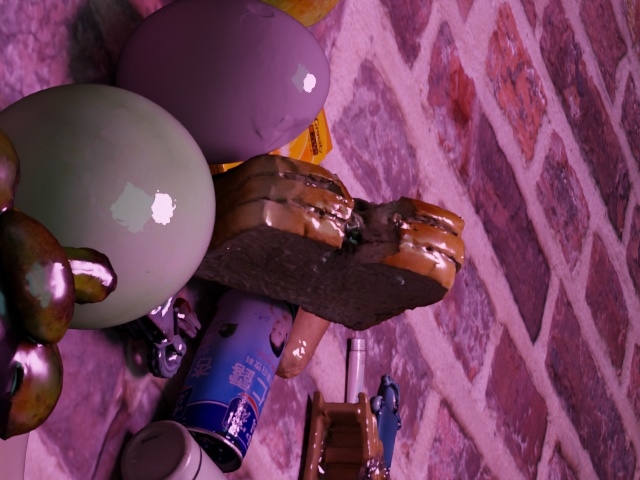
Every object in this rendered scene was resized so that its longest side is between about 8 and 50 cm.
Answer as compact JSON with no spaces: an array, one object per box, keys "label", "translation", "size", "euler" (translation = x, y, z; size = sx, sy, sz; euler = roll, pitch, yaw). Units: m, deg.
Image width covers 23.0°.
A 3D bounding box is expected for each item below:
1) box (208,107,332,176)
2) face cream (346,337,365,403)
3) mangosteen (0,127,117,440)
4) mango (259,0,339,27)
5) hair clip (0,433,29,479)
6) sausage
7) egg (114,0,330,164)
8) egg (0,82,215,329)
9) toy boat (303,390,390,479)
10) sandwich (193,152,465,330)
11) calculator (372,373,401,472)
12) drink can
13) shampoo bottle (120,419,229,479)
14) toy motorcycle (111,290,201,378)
[{"label":"box","translation":[-0.066,-0.124,1.893],"size":[0.269,0.043,0.152],"euler":[-47,131,-52]},{"label":"face cream","translation":[0.048,0.190,2.140],"size":[0.038,0.020,0.115],"euler":[11,82,-64]},{"label":"mangosteen","translation":[-0.326,0.060,1.106],"size":[0.311,0.311,0.311],"euler":[1,89,-63]},{"label":"mango","translation":[-0.090,-0.387,1.684],"size":[0.225,0.201,0.382],"euler":[-55,131,-16]},{"label":"hair clip","translation":[-0.302,0.178,1.336],"size":[0.172,0.113,0.282],"euler":[30,62,-68]},{"label":"sausage","translation":[0.004,0.070,2.013],"size":[0.301,0.065,0.066],"euler":[-56,138,-51]},{"label":"egg","translation":[-0.098,-0.165,1.622],"size":[0.176,0.232,0.176],"euler":[4,90,-65]},{"label":"egg","translation":[-0.206,-0.031,1.416],"size":[0.269,0.220,0.220],"euler":[-8,97,-64]},{"label":"toy boat","translation":[0.003,0.404,1.950],"size":[0.162,0.136,0.445],"euler":[52,40,-56]},{"label":"sandwich","translation":[0.000,0.002,1.680],"size":[0.273,0.249,0.095],"euler":[19,68,-26]},{"label":"calculator","translation":[0.091,0.260,2.228],"size":[0.094,0.019,0.141],"euler":[50,45,-52]},{"label":"drink can","translation":[-0.096,0.138,1.775],"size":[0.097,0.097,0.235],"euler":[61,40,-44]},{"label":"shampoo bottle","translation":[-0.125,0.297,1.725],"size":[0.262,0.085,0.085],"euler":[58,41,-46]},{"label":"toy motorcycle","translation":[-0.176,0.050,1.638],"size":[0.122,0.082,0.213],"euler":[-62,151,-27]}]
